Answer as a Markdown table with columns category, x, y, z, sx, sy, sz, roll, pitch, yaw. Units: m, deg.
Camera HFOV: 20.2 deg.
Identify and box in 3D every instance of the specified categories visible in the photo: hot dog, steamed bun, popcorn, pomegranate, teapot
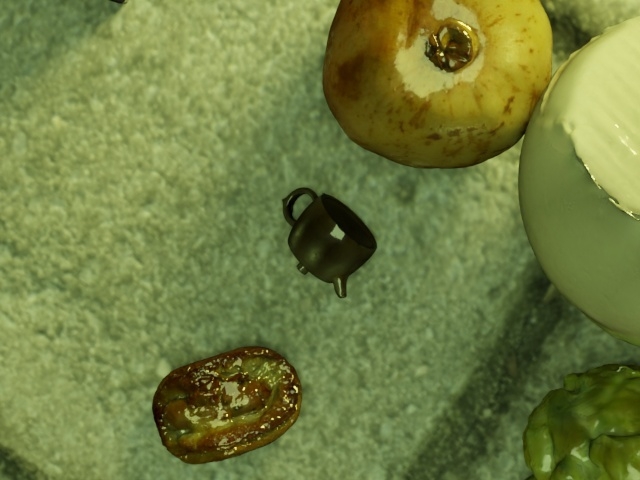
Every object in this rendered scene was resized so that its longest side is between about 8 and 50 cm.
| category | x | y | z | sx | sy | sz | roll | pitch | yaw |
| --- | --- | --- | --- | --- | --- | --- | --- | --- | --- |
| hot dog | -0.090 | 0.157 | 1.711 | 0.147 | 0.065 | 0.099 | -16 | 84 | 9 |
| steamed bun | 0.317 | -0.033 | 1.556 | 0.309 | 0.309 | 0.309 | 1 | 96 | 5 |
| popcorn | 0.270 | 0.209 | 1.638 | 0.198 | 0.198 | 0.212 | 41 | 124 | 1 |
| pomegranate | 0.100 | -0.165 | 1.590 | 0.215 | 0.215 | 0.215 | 1 | 96 | 5 |
| teapot | 0.000 | 0.000 | 1.685 | 0.068 | 0.076 | 0.121 | -45 | 63 | 16 |

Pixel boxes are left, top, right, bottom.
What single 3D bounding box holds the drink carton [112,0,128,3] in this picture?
| category | x | y | z | sx | sy | sz | roll | pitch | yaw |
| --- | --- | --- | --- | --- | --- | --- | --- | --- | --- |
| drink carton | -0.232 | -0.284 | 1.601 | 0.134 | 0.222 | 0.102 | 29 | 98 | 2 |
